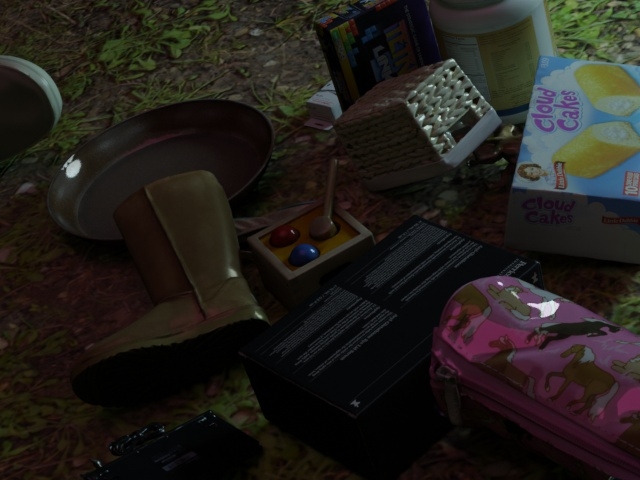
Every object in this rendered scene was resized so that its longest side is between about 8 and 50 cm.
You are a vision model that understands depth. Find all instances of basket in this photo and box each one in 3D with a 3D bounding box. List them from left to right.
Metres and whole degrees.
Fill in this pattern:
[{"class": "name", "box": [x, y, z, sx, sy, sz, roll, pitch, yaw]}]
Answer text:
[{"class": "basket", "box": [0.111, -0.138, 1.787, 0.113, 0.103, 0.167, -43, 18, -30]}]

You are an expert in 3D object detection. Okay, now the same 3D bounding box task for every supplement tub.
[{"class": "supplement tub", "box": [0.216, -0.257, 1.865, 0.144, 0.199, 0.144, -13, 34, 9]}]

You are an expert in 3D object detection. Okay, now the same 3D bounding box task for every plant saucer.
[{"class": "plant saucer", "box": [-0.203, -0.081, 1.954, 0.311, 0.050, 0.310, -13, 35, 9]}]

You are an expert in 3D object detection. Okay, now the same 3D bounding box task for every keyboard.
[{"class": "keyboard", "box": [-0.152, 0.217, 1.478, 0.108, 0.023, 0.180, 28, 31, 30]}]

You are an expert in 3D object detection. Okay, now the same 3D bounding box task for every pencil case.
[{"class": "pencil case", "box": [0.265, 0.159, 1.304, 0.167, 0.160, 0.386, -47, 42, -16]}]

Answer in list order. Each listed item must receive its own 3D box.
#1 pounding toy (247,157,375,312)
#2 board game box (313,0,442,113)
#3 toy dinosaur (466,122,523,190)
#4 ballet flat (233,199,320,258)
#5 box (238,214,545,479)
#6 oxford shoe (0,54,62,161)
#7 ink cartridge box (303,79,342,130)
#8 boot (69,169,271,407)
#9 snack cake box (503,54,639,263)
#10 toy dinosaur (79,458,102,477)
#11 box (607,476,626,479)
[{"class": "pounding toy", "box": [0.000, 0.000, 1.698, 0.141, 0.100, 0.130, -29, 36, -14]}, {"class": "board game box", "box": [0.081, -0.231, 1.919, 0.141, 0.170, 0.048, -30, 34, -15]}, {"class": "toy dinosaur", "box": [0.229, -0.099, 1.771, 0.093, 0.053, 0.183, -23, 34, -9]}, {"class": "ballet flat", "box": [-0.054, -0.006, 1.787, 0.168, 0.057, 0.052, -11, 58, 19]}, {"class": "box", "box": [0.080, 0.103, 1.517, 0.261, 0.103, 0.184, -37, 35, -25]}, {"class": "oxford shoe", "box": [-0.561, -0.146, 2.115, 0.449, 0.169, 0.130, -11, 32, 24]}, {"class": "ink cartridge box", "box": [0.016, -0.184, 2.010, 0.048, 0.028, 0.083, 16, 48, 40]}, {"class": "boot", "box": [-0.191, 0.051, 1.698, 0.236, 0.089, 0.269, -16, 44, -11]}, {"class": "snack cake box", "box": [0.299, -0.095, 1.672, 0.152, 0.089, 0.264, 8, 40, 10]}, {"class": "toy dinosaur", "box": [-0.234, 0.284, 1.458, 0.268, 0.064, 0.118, -22, 37, -13]}, {"class": "box", "box": [0.314, 0.275, 1.103, 0.220, 0.175, 0.051, 12, 45, 36]}]
